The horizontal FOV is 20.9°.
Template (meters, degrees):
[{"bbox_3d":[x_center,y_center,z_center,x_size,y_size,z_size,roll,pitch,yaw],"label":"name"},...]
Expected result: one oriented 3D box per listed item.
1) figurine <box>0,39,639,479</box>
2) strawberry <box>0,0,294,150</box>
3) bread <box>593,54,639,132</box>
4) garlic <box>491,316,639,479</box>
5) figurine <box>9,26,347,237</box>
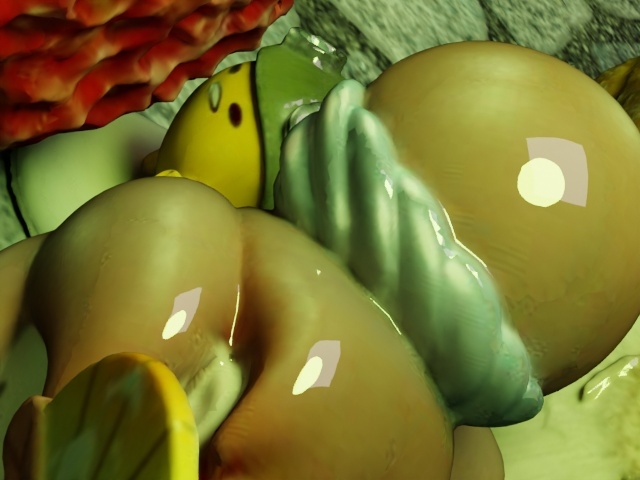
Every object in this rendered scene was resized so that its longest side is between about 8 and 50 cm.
[{"bbox_3d":[-0.026,0.117,0.535,0.248,0.276,0.388,16,38,-11],"label":"figurine"},{"bbox_3d":[-0.138,-0.152,0.650,0.310,0.292,0.291,80,3,-49],"label":"strawberry"},{"bbox_3d":[0.298,-0.028,1.065,0.207,0.279,0.279,43,30,-18],"label":"bread"},{"bbox_3d":[0.132,0.091,0.817,0.229,0.178,0.143,-31,67,-26],"label":"garlic"},{"bbox_3d":[0.000,0.000,0.772,0.250,0.141,0.166,37,33,-25],"label":"figurine"}]
